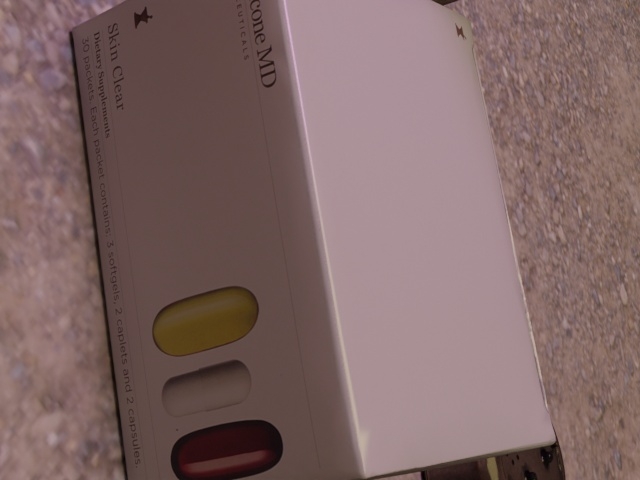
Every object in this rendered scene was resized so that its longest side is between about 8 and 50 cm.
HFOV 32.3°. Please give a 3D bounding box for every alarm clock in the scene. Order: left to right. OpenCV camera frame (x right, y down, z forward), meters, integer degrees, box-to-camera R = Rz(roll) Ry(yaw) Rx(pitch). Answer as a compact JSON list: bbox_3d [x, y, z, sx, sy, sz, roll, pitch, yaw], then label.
[{"bbox_3d":[0.123,0.147,0.797,0.129,0.064,0.192,-25,93,-56],"label":"alarm clock"}]

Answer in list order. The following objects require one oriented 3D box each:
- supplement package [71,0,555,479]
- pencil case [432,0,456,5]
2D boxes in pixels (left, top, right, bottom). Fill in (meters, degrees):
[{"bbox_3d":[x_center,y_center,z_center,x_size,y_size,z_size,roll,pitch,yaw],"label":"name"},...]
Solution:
[{"bbox_3d":[0.000,0.000,0.604,0.204,0.145,0.262,7,69,-54],"label":"supplement package"},{"bbox_3d":[0.125,-0.254,0.662,0.160,0.410,0.183,34,44,-58],"label":"pencil case"}]
